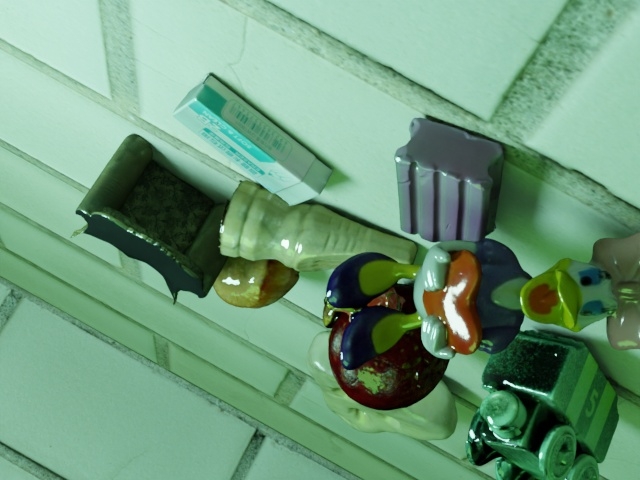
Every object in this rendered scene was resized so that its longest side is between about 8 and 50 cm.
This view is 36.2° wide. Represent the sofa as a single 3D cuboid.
[{"bbox_3d":[-0.265,-0.042,1.665,0.258,0.200,0.182,36,147,-15],"label":"sofa"}]

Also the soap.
[{"bbox_3d":[0.159,-0.060,1.211,0.122,0.065,0.203,21,158,15],"label":"soap"}]

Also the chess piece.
[{"bbox_3d":[0.000,0.000,1.525,0.300,0.137,0.137,15,158,6],"label":"chess piece"}]

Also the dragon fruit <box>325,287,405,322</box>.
[{"bbox_3d":[0.067,0.091,1.506,0.116,0.081,0.086,-5,-179,35],"label":"dragon fruit"}]

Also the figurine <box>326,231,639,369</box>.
[{"bbox_3d":[0.207,0.073,1.192,0.421,0.154,0.193,-5,179,40],"label":"figurine"}]

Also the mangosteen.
[{"bbox_3d":[0.095,0.163,1.639,0.257,0.215,0.215,31,166,44],"label":"mangosteen"}]

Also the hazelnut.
[{"bbox_3d":[-0.115,0.059,1.766,0.150,0.150,0.150,26,159,10],"label":"hazelnut"}]

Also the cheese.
[{"bbox_3d":[0.147,0.341,2.078,0.328,0.130,0.351,21,158,23],"label":"cheese"}]

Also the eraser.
[{"bbox_3d":[-0.097,-0.139,1.388,0.225,0.052,0.095,36,157,-19],"label":"eraser"}]

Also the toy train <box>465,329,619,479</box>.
[{"bbox_3d":[0.352,0.281,1.511,0.167,0.238,0.299,11,155,39],"label":"toy train"}]
